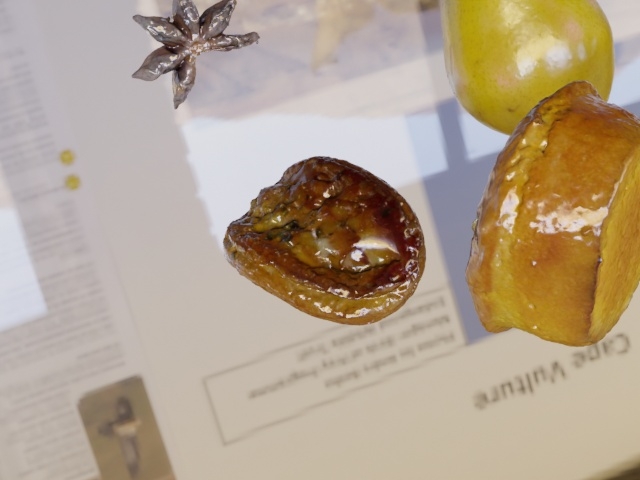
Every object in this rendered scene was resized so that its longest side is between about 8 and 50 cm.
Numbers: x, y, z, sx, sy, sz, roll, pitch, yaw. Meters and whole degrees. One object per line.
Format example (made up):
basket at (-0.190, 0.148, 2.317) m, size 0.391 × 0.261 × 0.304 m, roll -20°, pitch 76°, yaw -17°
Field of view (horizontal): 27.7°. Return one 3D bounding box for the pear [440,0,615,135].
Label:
pear at (0.329, -0.325, 2.072) m, size 0.285 × 0.336 × 0.285 m, roll -8°, pitch -155°, yaw 4°

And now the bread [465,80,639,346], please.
bread at (0.290, -0.024, 1.501) m, size 0.172 × 0.312 × 0.312 m, roll 22°, pitch -151°, yaw 25°

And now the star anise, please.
star anise at (-0.213, -0.317, 2.054) m, size 0.208 × 0.172 × 0.063 m, roll -39°, pitch -151°, yaw 0°

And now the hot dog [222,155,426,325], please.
hot dog at (0.000, 0.000, 2.180) m, size 0.387 × 0.174 × 0.267 m, roll 26°, pitch -108°, yaw 43°

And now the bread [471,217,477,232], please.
bread at (0.293, -0.003, 2.043) m, size 0.060 × 0.110 × 0.066 m, roll -49°, pitch 172°, yaw 28°
